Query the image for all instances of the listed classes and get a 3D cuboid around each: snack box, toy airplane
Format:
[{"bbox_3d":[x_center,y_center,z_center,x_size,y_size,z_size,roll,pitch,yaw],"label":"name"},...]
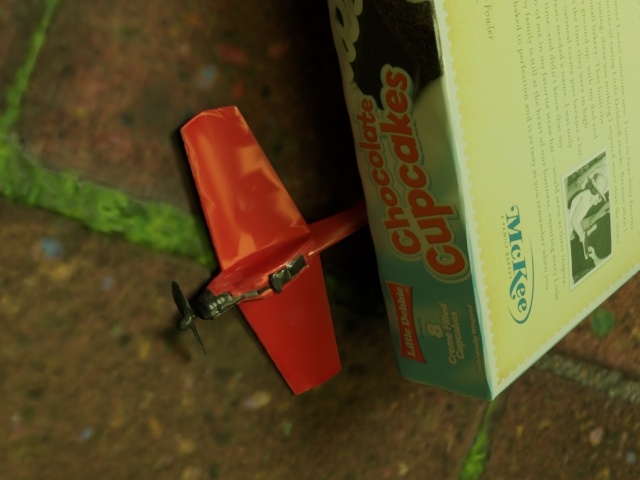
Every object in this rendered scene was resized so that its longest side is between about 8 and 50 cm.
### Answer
[{"bbox_3d":[0.085,-0.115,0.440,0.187,0.060,0.321,-30,118,-38],"label":"snack box"},{"bbox_3d":[0.000,0.000,0.455,0.151,0.028,0.151,-11,111,-32],"label":"toy airplane"}]
